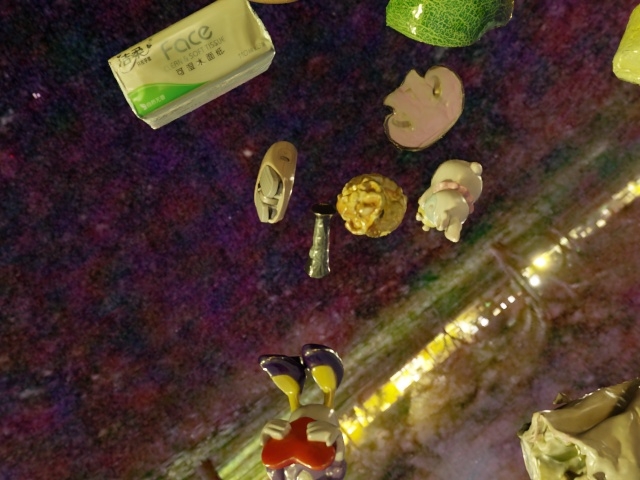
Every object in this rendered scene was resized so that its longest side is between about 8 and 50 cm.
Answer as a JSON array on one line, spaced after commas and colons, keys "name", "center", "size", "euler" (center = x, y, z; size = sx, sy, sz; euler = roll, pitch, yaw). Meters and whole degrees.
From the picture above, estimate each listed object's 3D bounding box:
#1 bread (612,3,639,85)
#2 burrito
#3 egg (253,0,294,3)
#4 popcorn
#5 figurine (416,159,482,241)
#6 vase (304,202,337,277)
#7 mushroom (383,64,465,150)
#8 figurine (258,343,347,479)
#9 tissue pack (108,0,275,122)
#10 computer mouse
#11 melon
[{"name": "bread", "center": [0.533, -0.307, 0.905], "size": [0.114, 0.129, 0.111], "euler": [-60, 152, -4]}, {"name": "burrito", "center": [0.376, 0.204, 0.594], "size": [0.332, 0.190, 0.135], "euler": [-21, 178, -15]}, {"name": "egg", "center": [-0.137, -0.667, 1.228], "size": [0.301, 0.374, 0.301], "euler": [-45, 168, -12]}, {"name": "popcorn", "center": [0.128, -0.086, 1.473], "size": [0.180, 0.180, 0.170], "euler": [-39, 178, -1]}, {"name": "figurine", "center": [0.295, -0.080, 1.389], "size": [0.155, 0.127, 0.235], "euler": [-14, -145, 44]}, {"name": "vase", "center": [0.000, 0.000, 1.288], "size": [0.059, 0.059, 0.167], "euler": [-26, 135, -41]}, {"name": "mushroom", "center": [0.220, -0.275, 1.212], "size": [0.188, 0.141, 0.117], "euler": [-46, 170, 24]}, {"name": "figurine", "center": [-0.026, 0.384, 0.998], "size": [0.154, 0.420, 0.193], "euler": [-6, 139, 8]}, {"name": "tissue pack", "center": [-0.354, -0.496, 1.639], "size": [0.405, 0.205, 0.332], "euler": [-29, -171, -5]}, {"name": "computer mouse", "center": [-0.107, -0.144, 1.375], "size": [0.236, 0.082, 0.145], "euler": [-84, -167, -52]}, {"name": "melon", "center": [0.273, -0.475, 1.092], "size": [0.265, 0.169, 0.129], "euler": [-34, 157, -15]}]
